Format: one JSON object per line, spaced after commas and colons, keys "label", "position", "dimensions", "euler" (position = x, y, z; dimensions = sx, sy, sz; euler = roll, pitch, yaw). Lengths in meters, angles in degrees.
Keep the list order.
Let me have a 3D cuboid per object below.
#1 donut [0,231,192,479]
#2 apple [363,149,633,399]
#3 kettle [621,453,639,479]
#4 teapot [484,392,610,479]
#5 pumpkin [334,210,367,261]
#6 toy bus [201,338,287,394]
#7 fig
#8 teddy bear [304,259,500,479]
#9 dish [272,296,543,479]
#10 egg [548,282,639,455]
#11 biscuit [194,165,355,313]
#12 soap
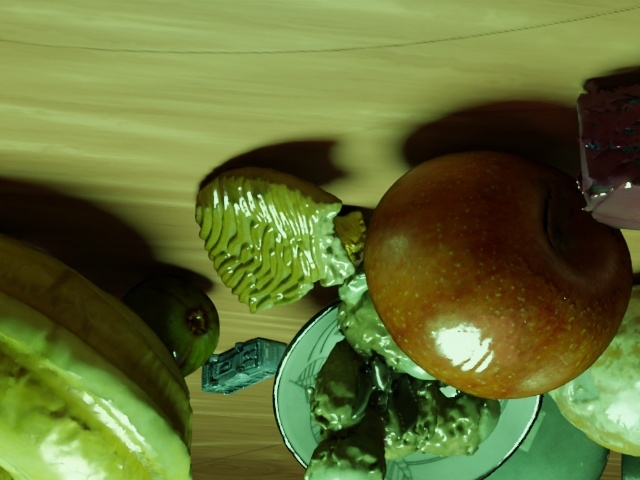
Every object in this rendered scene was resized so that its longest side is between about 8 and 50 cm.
{"label": "donut", "position": [-0.324, 0.153, 1.120], "dimensions": [0.448, 0.198, 0.449], "euler": [23, 147, 16]}
{"label": "apple", "position": [0.157, 0.024, 0.897], "dimensions": [0.234, 0.210, 0.173], "euler": [0, 156, -31]}
{"label": "kettle", "position": [0.632, 0.329, 1.575], "dimensions": [0.324, 0.228, 0.321], "euler": [0, -168, 25]}
{"label": "teapot", "position": [0.254, 0.286, 1.520], "dimensions": [0.305, 0.223, 0.285], "euler": [-6, 163, 12]}
{"label": "pumpkin", "position": [0.000, 0.000, 1.051], "dimensions": [0.083, 0.054, 0.074], "euler": [-14, 166, -18]}
{"label": "toy bus", "position": [-0.110, 0.181, 1.508], "dimensions": [0.065, 0.047, 0.166], "euler": [12, 156, -31]}
{"label": "fig", "position": [-0.223, 0.101, 1.263], "dimensions": [0.236, 0.124, 0.124], "euler": [-1, 161, 41]}
{"label": "teddy bear", "position": [0.086, 0.116, 1.101], "dimensions": [0.267, 0.156, 0.256], "euler": [-8, 124, -42]}
{"label": "dish", "position": [0.101, 0.160, 1.266], "dimensions": [0.316, 0.106, 0.317], "euler": [-1, 117, -2]}
{"label": "egg", "position": [0.367, 0.143, 1.181], "dimensions": [0.233, 0.195, 0.195], "euler": [0, 158, 21]}
{"label": "biscuit", "position": [-0.047, 0.012, 0.998], "dimensions": [0.176, 0.031, 0.229], "euler": [29, 146, 22]}
{"label": "soap", "position": [0.315, -0.066, 0.810], "dimensions": [0.249, 0.099, 0.162], "euler": [4, 165, -3]}
